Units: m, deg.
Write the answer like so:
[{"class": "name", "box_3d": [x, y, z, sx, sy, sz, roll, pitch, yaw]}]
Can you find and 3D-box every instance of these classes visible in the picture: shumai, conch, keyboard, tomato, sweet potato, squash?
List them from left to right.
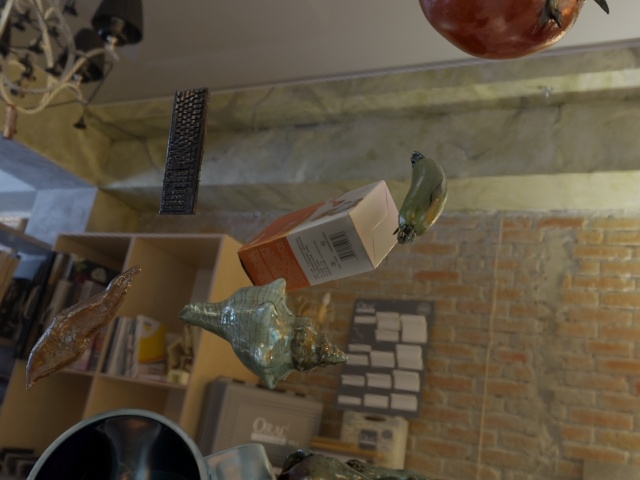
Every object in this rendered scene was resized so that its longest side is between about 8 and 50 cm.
[{"class": "sweet potato", "box_3d": [-0.344, 0.117, 0.890, 0.068, 0.226, 0.068, 37, -16, 12]}, {"class": "keyboard", "box_3d": [-0.255, -0.170, 1.170, 0.087, 0.250, 0.017, 1, -11, 24]}, {"class": "conch", "box_3d": [-0.074, 0.123, 0.864, 0.234, 0.137, 0.114, 33, -1, -3]}, {"class": "shumai", "box_3d": [0.078, 0.378, 0.905, 0.272, 0.204, 0.222, -17, -10, -24]}, {"class": "squash", "box_3d": [0.191, -0.088, 1.125, 0.080, 0.318, 0.071, 19, -55, 2]}, {"class": "tomato", "box_3d": [0.248, -0.373, 0.826, 0.256, 0.256, 0.224, 23, 2, -35]}]

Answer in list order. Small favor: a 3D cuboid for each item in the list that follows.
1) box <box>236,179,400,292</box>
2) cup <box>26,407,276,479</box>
[{"class": "box", "box_3d": [0.000, 0.000, 1.477, 0.341, 0.225, 0.143, -16, -74, 33]}, {"class": "cup", "box_3d": [-0.260, 0.412, 0.985, 0.257, 0.331, 0.311, 38, -23, 20]}]
